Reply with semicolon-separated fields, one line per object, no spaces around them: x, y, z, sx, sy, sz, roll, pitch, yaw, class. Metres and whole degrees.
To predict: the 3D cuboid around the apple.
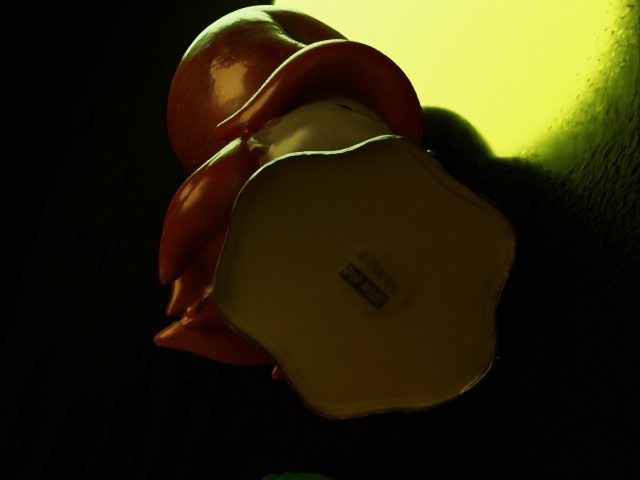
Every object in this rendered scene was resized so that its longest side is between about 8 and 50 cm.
-0.037;-0.098;1.000;0.163;0.163;0.139;-104;36;-60;apple

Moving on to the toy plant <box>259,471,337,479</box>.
-0.019;0.224;0.637;0.154;0.088;0.240;-48;28;27;toy plant

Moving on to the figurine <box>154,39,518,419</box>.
-0.005;-0.008;0.802;0.257;0.181;0.208;-114;29;-72;figurine
